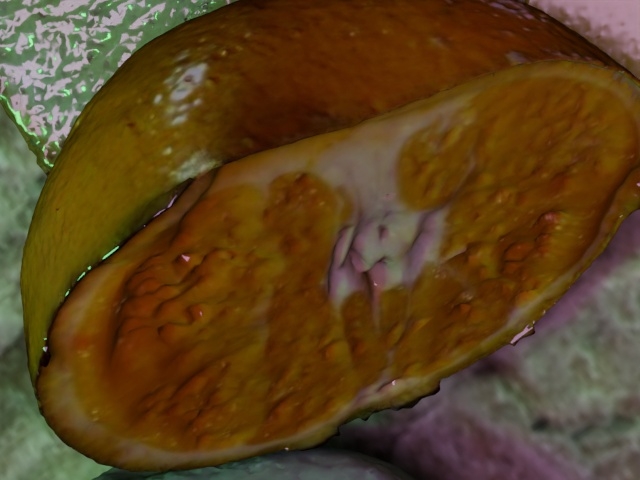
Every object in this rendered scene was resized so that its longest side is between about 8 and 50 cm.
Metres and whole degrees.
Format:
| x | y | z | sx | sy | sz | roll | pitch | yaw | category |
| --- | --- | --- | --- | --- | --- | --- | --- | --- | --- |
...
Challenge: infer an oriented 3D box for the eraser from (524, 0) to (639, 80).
| x | y | z | sx | sy | sz | roll | pitch | yaw | category |
| --- | --- | --- | --- | --- | --- | --- | --- | --- | --- |
| 0.179 | -0.149 | 1.017 | 0.097 | 0.045 | 0.122 | 33 | 105 | 8 | eraser |

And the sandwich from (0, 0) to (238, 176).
| x | y | z | sx | sy | sz | roll | pitch | yaw | category |
| --- | --- | --- | --- | --- | --- | --- | --- | --- | --- |
| -0.133 | -0.205 | 1.065 | 0.249 | 0.095 | 0.273 | -43 | 86 | 13 | sandwich |

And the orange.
| x | y | z | sx | sy | sz | roll | pitch | yaw | category |
| --- | --- | --- | --- | --- | --- | --- | --- | --- | --- |
| -0.002 | -0.003 | 0.968 | 0.274 | 0.274 | 0.310 | 33 | 63 | 7 | orange |

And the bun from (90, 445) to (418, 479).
| x | y | z | sx | sy | sz | roll | pitch | yaw | category |
| --- | --- | --- | --- | --- | --- | --- | --- | --- | --- |
| -0.044 | 0.277 | 1.062 | 0.354 | 0.194 | 0.354 | 2 | 99 | 12 | bun |
